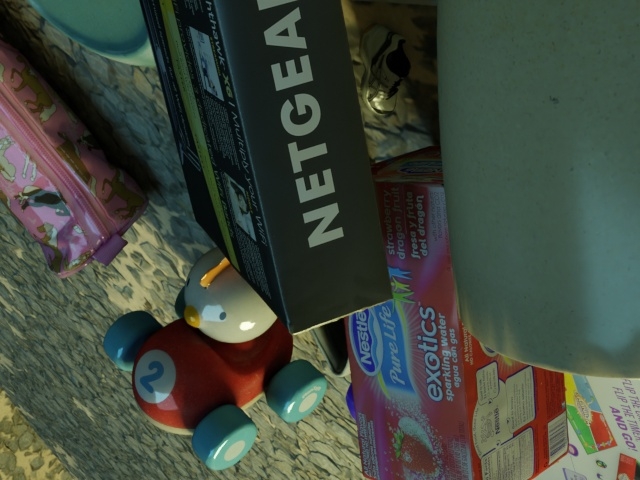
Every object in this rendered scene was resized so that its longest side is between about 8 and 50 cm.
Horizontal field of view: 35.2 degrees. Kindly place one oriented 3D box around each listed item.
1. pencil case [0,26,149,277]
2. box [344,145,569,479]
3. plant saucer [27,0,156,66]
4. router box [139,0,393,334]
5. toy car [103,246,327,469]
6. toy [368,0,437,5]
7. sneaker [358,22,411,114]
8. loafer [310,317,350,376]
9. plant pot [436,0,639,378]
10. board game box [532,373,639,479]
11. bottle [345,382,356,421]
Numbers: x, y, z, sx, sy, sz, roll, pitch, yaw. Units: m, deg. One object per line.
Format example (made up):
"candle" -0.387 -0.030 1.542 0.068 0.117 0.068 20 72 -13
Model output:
"pencil case" -0.363 -0.138 1.177 0.160 0.167 0.386 -25 114 26
"box" 0.102 0.062 0.784 0.123 0.128 0.256 8 111 46
"plant saucer" -0.232 -0.283 0.923 0.318 0.043 0.317 31 151 20
"router box" -0.056 -0.123 0.703 0.243 0.081 0.308 -137 32 -60
"toy car" -0.119 0.091 1.156 0.219 0.210 0.238 40 142 30
"toy" 0.015 -0.212 0.690 0.237 0.056 0.137 14 139 43
"sneaker" 0.052 -0.127 0.784 0.037 0.032 0.083 25 148 30
"loafer" 0.000 0.000 0.943 0.112 0.111 0.319 13 140 43
"plant pot" 0.157 -0.118 0.478 0.256 0.256 0.274 4 117 50
"board game box" 0.251 0.151 0.883 0.317 0.064 0.242 16 142 40
"bottle" 0.135 0.256 1.148 0.118 0.092 0.283 6 136 49
